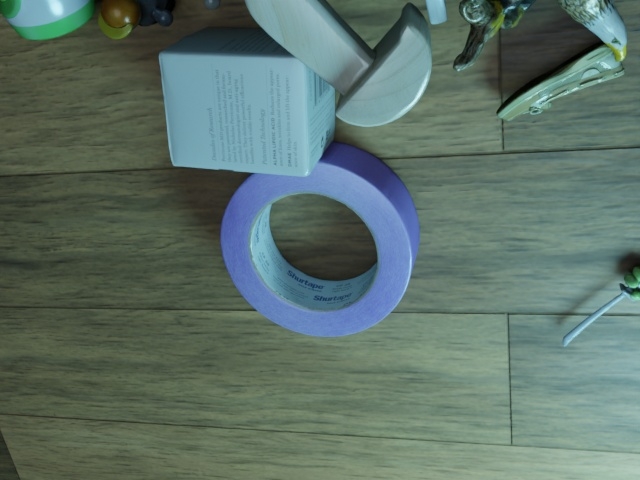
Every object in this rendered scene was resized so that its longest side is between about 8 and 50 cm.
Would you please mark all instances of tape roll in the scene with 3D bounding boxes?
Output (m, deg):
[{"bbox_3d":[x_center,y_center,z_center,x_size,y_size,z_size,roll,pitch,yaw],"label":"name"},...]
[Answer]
[{"bbox_3d":[0.000,0.000,1.039,0.275,0.090,0.274,7,118,13],"label":"tape roll"}]

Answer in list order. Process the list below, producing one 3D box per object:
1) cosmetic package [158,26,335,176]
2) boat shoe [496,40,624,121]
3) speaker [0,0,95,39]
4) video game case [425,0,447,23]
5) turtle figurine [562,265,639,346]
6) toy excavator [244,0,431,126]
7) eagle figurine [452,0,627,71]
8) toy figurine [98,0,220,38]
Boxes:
[{"bbox_3d":[-0.086,-0.184,0.933,0.184,0.151,0.151,6,118,14],"label":"cosmetic package"},{"bbox_3d":[0.290,-0.184,0.886,0.153,0.056,0.048,-31,100,19],"label":"boat shoe"},{"bbox_3d":[-0.381,-0.401,0.878,0.131,0.131,0.296,1,135,15],"label":"speaker"},{"bbox_3d":[0.101,-0.351,0.740,0.022,0.173,0.190,-9,149,14],"label":"video game case"},{"bbox_3d":[0.461,0.074,0.889,0.275,0.198,0.266,3,112,11],"label":"turtle figurine"},{"bbox_3d":[-0.060,-0.362,0.696,0.433,0.222,0.445,14,126,-2],"label":"toy excavator"},{"bbox_3d":[0.298,-0.288,0.746,0.298,0.226,0.225,-18,151,39],"label":"eagle figurine"},{"bbox_3d":[-0.202,-0.368,0.873,0.213,0.148,0.209,-12,112,20],"label":"toy figurine"}]
